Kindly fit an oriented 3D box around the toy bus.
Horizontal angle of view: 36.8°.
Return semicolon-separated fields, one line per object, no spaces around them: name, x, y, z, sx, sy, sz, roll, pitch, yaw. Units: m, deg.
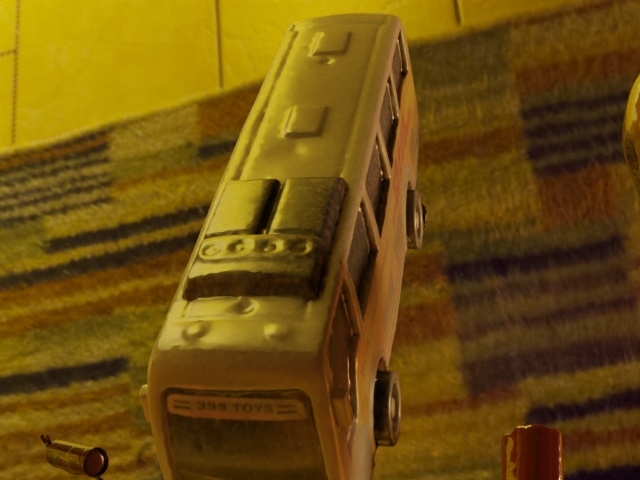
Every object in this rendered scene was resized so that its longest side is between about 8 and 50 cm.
toy bus;0.000;0.000;0.541;0.097;0.138;0.342;0;38;13

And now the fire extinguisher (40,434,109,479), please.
fire extinguisher;-0.314;0.274;1.220;0.039;0.056;0.132;-33;17;-37

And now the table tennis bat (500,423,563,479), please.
table tennis bat;0.160;0.342;0.712;0.051;0.268;0.415;15;59;-16

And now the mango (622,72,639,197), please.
mango;0.460;-0.028;0.858;0.220;0.445;0.301;-43;32;34
